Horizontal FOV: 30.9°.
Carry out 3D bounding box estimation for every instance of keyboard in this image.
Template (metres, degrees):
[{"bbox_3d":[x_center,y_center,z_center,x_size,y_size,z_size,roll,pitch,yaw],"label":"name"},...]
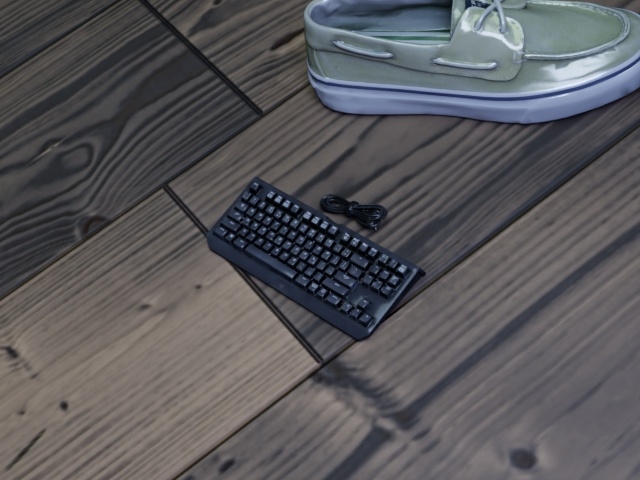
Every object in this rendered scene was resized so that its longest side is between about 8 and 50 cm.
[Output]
[{"bbox_3d":[0.000,0.000,0.944,0.180,0.023,0.108,30,67,31],"label":"keyboard"}]

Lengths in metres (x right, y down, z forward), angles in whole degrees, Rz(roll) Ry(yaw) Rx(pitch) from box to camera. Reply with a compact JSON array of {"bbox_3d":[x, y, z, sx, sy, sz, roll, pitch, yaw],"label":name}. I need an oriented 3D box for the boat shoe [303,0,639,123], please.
[{"bbox_3d":[0.128,-0.164,0.979,0.302,0.094,0.109,-3,54,14],"label":"boat shoe"}]
